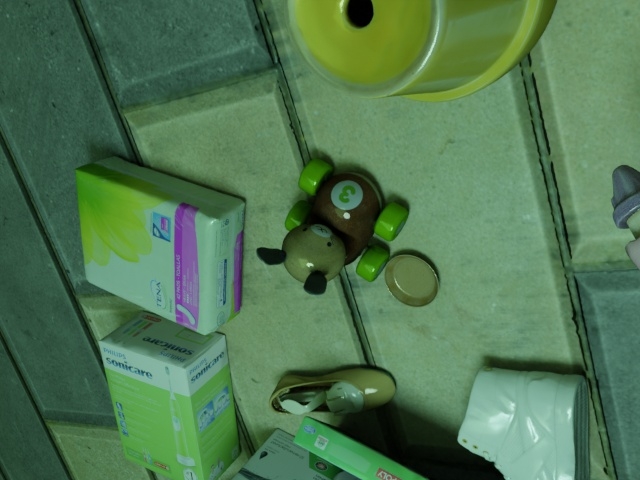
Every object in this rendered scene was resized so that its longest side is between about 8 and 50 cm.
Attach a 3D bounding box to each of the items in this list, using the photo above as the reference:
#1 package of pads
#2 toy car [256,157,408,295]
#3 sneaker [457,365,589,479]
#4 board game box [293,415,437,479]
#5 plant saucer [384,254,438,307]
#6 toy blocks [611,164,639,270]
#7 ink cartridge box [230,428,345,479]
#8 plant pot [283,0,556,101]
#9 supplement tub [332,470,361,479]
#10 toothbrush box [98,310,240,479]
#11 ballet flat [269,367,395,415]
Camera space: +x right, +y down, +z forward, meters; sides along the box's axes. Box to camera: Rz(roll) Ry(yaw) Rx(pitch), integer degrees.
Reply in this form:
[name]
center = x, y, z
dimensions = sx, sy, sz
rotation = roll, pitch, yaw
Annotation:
[package of pads]
center = -0.268, 0.009, 1.175
dimensions = 0.296, 0.101, 0.229
rotation = 20, 122, 24
[toy car]
center = 0.000, 0.000, 0.939
dimensions = 0.155, 0.188, 0.149
rotation = 32, 127, 15
[sneaker]
center = 0.279, 0.312, 0.982
dimensions = 0.169, 0.108, 0.293
rotation = 4, 104, 33
[board game box]
center = 0.130, 0.364, 1.057
dimensions = 0.317, 0.046, 0.213
rotation = 23, 169, 21
[plant saucer]
center = 0.131, 0.055, 0.996
dimensions = 0.083, 0.015, 0.083
rotation = 15, 121, 25
[toy blocks]
center = 0.439, -0.047, 0.650
dimensions = 0.288, 0.309, 0.260
rotation = -35, 60, 28
[ink cartridge box]
center = -0.072, 0.444, 1.206
dimensions = 0.153, 0.208, 0.087
rotation = 20, 123, 22
[plant pot]
center = 0.090, -0.254, 0.717
dimensions = 0.254, 0.239, 0.254
rotation = 15, 121, 27
[supplement tub]
center = 0.040, 0.482, 1.133
dimensions = 0.117, 0.117, 0.190
rotation = 27, 101, 19
[toothbrush box]
center = -0.278, 0.300, 1.320
dimensions = 0.206, 0.122, 0.283
rotation = 11, 120, 29
[ballet flat]
center = 0.013, 0.258, 1.141
dimensions = 0.232, 0.073, 0.080
rotation = -14, 104, 37
